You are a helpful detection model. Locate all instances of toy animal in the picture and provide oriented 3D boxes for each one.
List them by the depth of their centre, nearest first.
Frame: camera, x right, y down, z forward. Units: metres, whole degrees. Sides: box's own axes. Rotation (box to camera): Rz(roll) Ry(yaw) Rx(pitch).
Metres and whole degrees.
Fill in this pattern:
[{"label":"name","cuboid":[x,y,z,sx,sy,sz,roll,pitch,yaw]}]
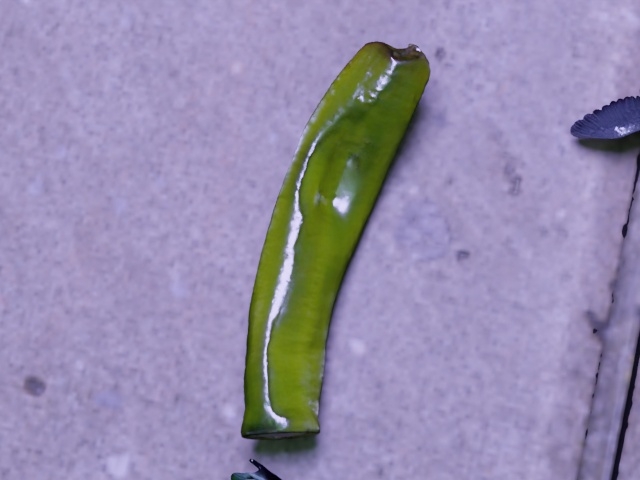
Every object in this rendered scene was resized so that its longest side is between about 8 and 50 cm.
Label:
[{"label":"toy animal","cuboid":[0.166,-0.056,0.944,0.084,0.028,0.050,-28,75,-2]}]

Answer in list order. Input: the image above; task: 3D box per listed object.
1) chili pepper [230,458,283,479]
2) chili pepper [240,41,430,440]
[{"label":"chili pepper","cuboid":[-0.064,0.216,0.907,0.088,0.059,0.227,35,89,18]},{"label":"chili pepper","cuboid":[0.000,0.000,0.945,0.052,0.050,0.201,18,83,-5]}]
